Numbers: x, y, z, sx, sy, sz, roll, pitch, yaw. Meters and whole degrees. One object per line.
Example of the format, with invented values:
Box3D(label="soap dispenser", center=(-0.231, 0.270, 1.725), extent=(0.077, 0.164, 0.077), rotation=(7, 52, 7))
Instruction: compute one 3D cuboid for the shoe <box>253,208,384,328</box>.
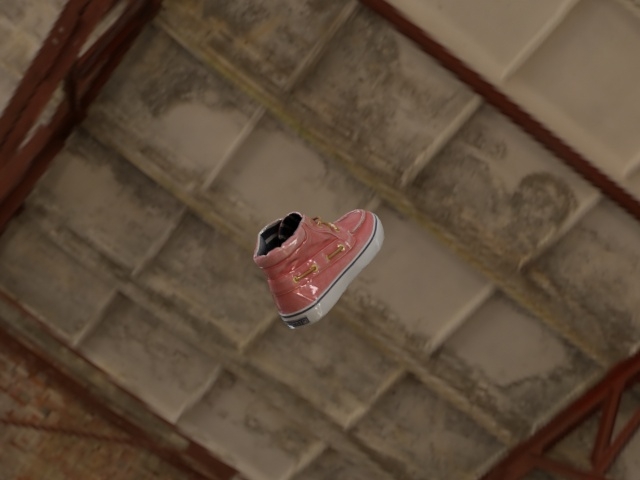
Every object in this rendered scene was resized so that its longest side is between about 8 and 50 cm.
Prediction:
Box3D(label="shoe", center=(0.000, 0.000, 1.216), extent=(0.063, 0.178, 0.081), rotation=(-13, -65, 35))
